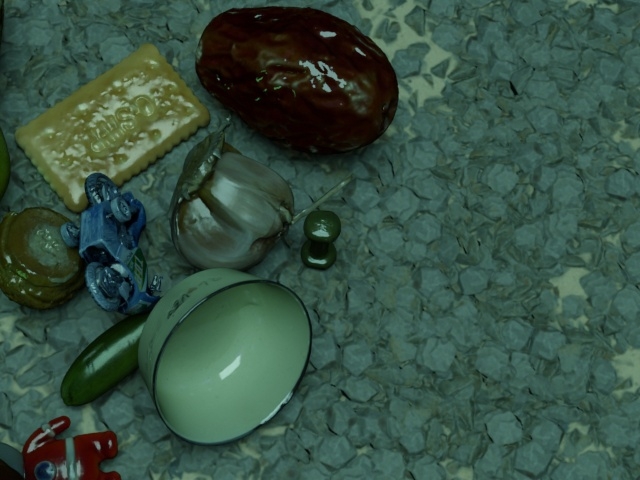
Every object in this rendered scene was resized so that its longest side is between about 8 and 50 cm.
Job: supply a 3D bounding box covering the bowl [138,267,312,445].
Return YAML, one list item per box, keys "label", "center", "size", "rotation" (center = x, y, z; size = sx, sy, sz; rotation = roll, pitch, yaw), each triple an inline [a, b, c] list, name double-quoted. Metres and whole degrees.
- label: "bowl"
  center: [-0.139, 0.133, 1.749]
  size: [0.238, 0.238, 0.126]
  rotation: [-37, 42, -16]

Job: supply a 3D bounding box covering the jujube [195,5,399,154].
- label: "jujube"
  center: [-0.032, -0.226, 1.885]
  size: [0.290, 0.197, 0.197]
  rotation: [21, 70, 15]

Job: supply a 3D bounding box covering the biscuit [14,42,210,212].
- label: "biscuit"
  center: [-0.295, -0.164, 1.918]
  size: [0.249, 0.030, 0.160]
  rotation: [-36, 78, -15]

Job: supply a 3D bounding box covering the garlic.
- label: "garlic"
  center: [-0.094, -0.080, 1.808]
  size: [0.256, 0.207, 0.207]
  rotation: [-23, 74, 5]

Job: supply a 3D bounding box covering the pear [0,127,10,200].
- label: "pear"
  center: [-0.498, -0.102, 1.783]
  size: [0.166, 0.216, 0.180]
  rotation: [1, 106, -7]

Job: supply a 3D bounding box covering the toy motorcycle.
- label: "toy motorcycle"
  center: [-0.267, 0.014, 1.781]
  size: [0.092, 0.135, 0.254]
  rotation: [-26, 41, 16]

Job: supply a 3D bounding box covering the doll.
- label: "doll"
  center: [-0.381, 0.302, 1.732]
  size: [0.245, 0.076, 0.142]
  rotation: [-4, 73, -11]

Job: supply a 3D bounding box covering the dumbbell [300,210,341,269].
- label: "dumbbell"
  center: [0.000, 0.000, 1.844]
  size: [0.052, 0.118, 0.046]
  rotation: [5, 67, -2]

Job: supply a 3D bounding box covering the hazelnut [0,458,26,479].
- label: "hazelnut"
  center: [-0.501, 0.420, 1.537]
  size: [0.429, 0.402, 0.402]
  rotation: [-35, 78, -5]

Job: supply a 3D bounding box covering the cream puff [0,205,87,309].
- label: "cream puff"
  center: [-0.380, 0.030, 1.803]
  size: [0.126, 0.103, 0.144]
  rotation: [0, 55, -31]

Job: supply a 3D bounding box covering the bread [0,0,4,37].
- label: "bread"
  center: [-0.611, -0.279, 1.861]
  size: [0.338, 0.155, 0.187]
  rotation: [4, 68, -6]

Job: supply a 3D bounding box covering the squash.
- label: "squash"
  center: [-0.243, 0.132, 1.805]
  size: [0.258, 0.069, 0.069]
  rotation: [-35, 78, -16]
